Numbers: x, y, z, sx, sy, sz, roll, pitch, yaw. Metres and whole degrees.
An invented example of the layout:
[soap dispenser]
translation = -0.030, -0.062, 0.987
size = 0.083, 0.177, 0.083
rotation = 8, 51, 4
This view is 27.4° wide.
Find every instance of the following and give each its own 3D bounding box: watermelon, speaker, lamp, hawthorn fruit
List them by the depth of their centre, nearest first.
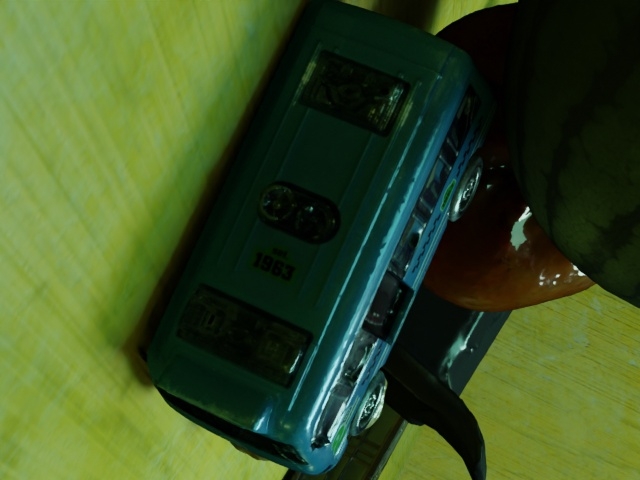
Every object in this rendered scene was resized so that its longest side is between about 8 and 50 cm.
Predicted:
[watermelon]
translation = 0.255, -0.120, 0.713
size = 0.359, 0.278, 0.279
rotation = -63, 170, 22
[hawthorn fruit]
translation = 0.127, -0.054, 0.977
size = 0.224, 0.224, 0.261
rotation = -62, -174, -11
[speaker]
translation = 0.162, 0.016, 1.227
size = 0.388, 0.184, 0.180
rotation = -58, 161, -15
[lamp]
translation = 0.006, 0.269, 1.386
size = 0.325, 0.089, 0.090
rotation = -55, 166, -35

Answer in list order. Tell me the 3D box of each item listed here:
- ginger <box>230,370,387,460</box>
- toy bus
[ginger]
translation = -0.020, 0.099, 0.859
size = 0.069, 0.095, 0.190
rotation = -60, -173, -29
[toy bus]
translation = 0.000, 0.000, 0.726
size = 0.246, 0.113, 0.134
rotation = -65, 164, -5
